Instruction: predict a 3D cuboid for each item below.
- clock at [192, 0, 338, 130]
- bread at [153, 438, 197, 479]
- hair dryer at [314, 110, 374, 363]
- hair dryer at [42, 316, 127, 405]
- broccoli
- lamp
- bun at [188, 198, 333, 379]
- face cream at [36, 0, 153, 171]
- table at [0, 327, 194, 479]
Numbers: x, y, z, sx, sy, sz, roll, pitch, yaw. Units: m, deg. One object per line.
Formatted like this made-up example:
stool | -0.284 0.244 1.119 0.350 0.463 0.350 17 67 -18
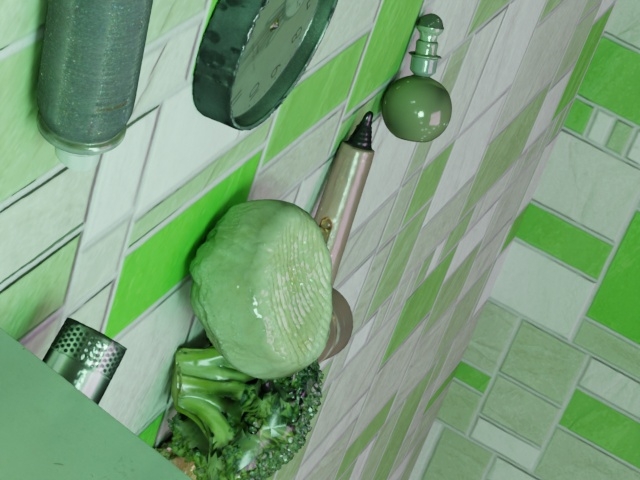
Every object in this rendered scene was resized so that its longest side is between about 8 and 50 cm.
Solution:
clock | -0.045 -0.203 1.567 0.215 0.042 0.215 -55 166 -22
bread | -0.200 0.311 2.043 0.251 0.039 0.181 -40 155 -57
hair dryer | 0.000 0.000 2.080 0.189 0.107 0.344 -12 120 -70
hair dryer | -0.256 0.250 1.470 0.320 0.156 0.284 -59 164 -18
broccoli | -0.087 0.175 1.914 0.176 0.198 0.226 -15 111 -25
lamp | 0.131 -0.210 2.133 0.091 0.091 0.163 -26 129 -67
bun | -0.067 0.053 1.789 0.195 0.118 0.195 13 75 -59
face cream | -0.155 -0.164 1.173 0.073 0.073 0.283 -47 160 -45
table | -0.227 0.181 1.281 0.121 0.240 0.111 -50 177 -37
